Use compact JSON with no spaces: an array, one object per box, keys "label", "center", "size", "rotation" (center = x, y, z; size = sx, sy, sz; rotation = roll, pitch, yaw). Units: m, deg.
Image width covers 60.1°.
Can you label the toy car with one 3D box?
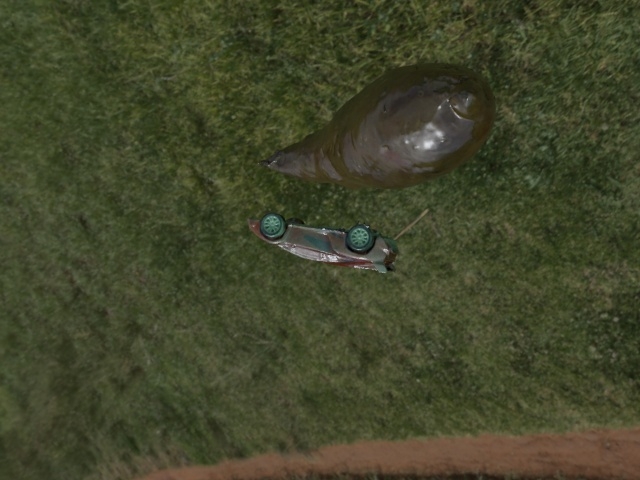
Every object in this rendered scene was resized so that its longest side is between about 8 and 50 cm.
[{"label":"toy car","center":[0.000,0.000,0.427],"size":[0.122,0.059,0.035],"rotation":[7,90,15]}]

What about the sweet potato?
[{"label":"sweet potato","center":[0.057,-0.121,0.676],"size":[0.423,0.130,0.130],"rotation":[-1,120,61]}]
